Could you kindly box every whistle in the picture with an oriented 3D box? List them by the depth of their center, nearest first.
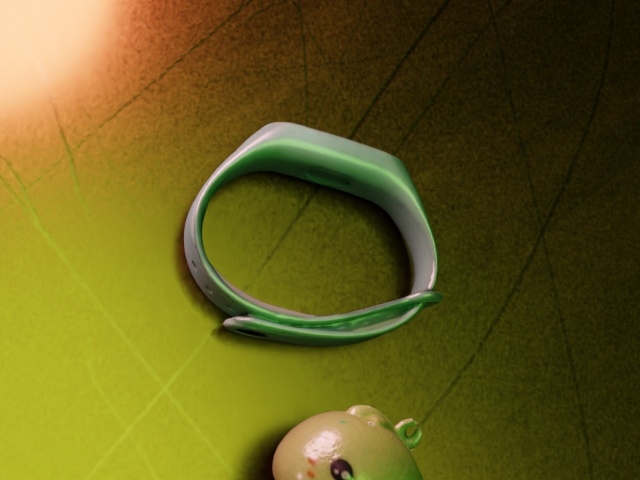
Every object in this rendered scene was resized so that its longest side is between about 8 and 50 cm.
[{"bbox_3d":[-0.025,0.246,0.866,0.141,0.141,0.294,48,67,-2],"label":"whistle"}]

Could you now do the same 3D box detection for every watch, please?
[{"bbox_3d":[0.000,0.000,0.978,0.237,0.068,0.195,16,72,-14],"label":"watch"}]
